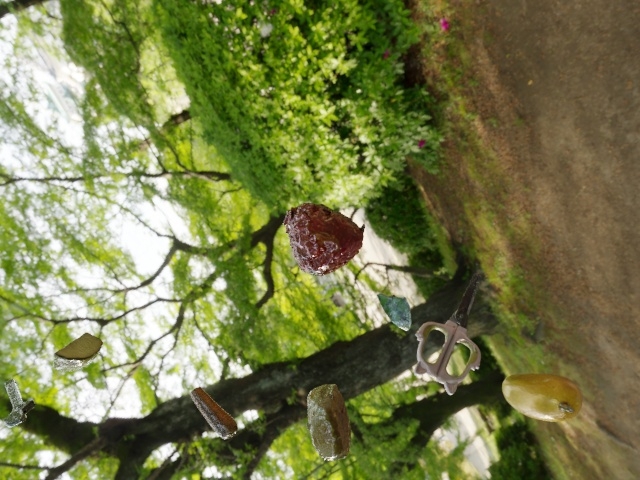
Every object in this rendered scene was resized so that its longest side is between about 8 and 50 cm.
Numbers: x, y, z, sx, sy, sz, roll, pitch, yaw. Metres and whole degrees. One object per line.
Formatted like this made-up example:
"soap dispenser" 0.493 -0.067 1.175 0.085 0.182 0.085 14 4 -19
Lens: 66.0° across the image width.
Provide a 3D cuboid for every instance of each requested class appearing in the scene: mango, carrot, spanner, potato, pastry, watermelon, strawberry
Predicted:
"mango" 0.641 0.449 1.445 0.317 0.177 0.119 167 89 -77
"carrot" -0.282 0.451 1.292 0.161 0.055 0.055 39 164 19
"spanner" -0.962 0.503 1.553 0.326 0.093 0.026 10 127 51
"potato" -0.718 0.357 1.443 0.081 0.120 0.149 32 -163 1
"pastry" 0.023 0.506 1.364 0.182 0.093 0.192 -65 -40 -75
"watermelon" 0.281 0.245 1.734 0.080 0.101 0.155 -7 -103 -51
"strawberry" 0.000 0.000 1.554 0.274 0.220 0.274 22 -178 -1

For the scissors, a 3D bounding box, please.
"scissors" 0.326 0.204 1.171 0.160 0.317 0.024 28 151 10
